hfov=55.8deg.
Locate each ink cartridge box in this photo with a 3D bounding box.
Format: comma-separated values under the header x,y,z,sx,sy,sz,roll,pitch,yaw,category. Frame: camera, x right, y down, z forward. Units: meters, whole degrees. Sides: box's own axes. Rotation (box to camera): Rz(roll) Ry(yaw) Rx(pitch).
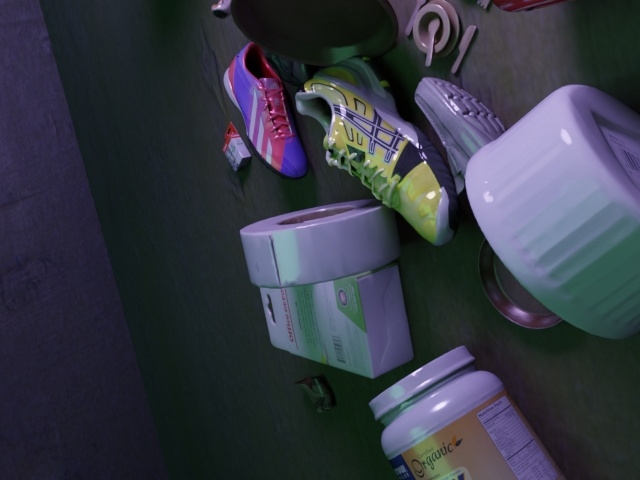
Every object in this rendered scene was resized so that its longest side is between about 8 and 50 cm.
x,y,z,sx,sy,sz,roll,pitch,yaw,category
0.018,0.145,1.278,0.353,0.119,0.207,3,107,52,ink cartridge box
-0.219,-0.234,1.518,0.115,0.029,0.063,59,143,18,ink cartridge box

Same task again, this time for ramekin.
x,y,z,sx,sy,sz,roll,pitch,yaw,category
0.313,-0.043,0.674,0.277,0.277,0.135,59,135,19,ramekin

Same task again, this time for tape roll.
x,y,z,sx,sy,sz,roll,pitch,yaw,category
0.000,0.000,1.098,0.286,0.286,0.100,2,106,53,tape roll

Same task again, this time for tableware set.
x,y,z,sx,sy,sz,roll,pitch,yaw,category
0.187,-0.364,0.902,0.128,0.039,0.194,50,139,29,tableware set

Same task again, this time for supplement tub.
x,y,z,sx,sy,sz,roll,pitch,yaw,category
0.239,0.354,0.972,0.316,0.228,0.228,58,142,19,supplement tub

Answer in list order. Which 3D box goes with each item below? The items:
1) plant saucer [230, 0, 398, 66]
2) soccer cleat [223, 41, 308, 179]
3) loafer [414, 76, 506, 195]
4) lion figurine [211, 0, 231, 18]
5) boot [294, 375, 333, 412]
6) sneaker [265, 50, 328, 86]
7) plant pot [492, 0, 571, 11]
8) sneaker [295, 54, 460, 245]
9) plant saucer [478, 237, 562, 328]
x,y,z,sx,sy,sz,roll,pitch,yaw,category
-0.008,-0.370,0.994,0.278,0.278,0.041,-9,69,55,plant saucer
-0.108,-0.275,1.290,0.116,0.108,0.318,-48,63,47,soccer cleat
0.229,-0.111,0.876,0.111,0.112,0.319,-53,55,36,loafer
-0.070,-0.513,1.048,0.142,0.392,0.240,99,180,-79,lion figurine
-0.015,0.383,1.493,0.118,0.042,0.087,-28,83,55,boot
-0.059,-0.411,1.175,0.130,0.087,0.227,12,119,44,sneaker
0.264,-0.356,0.672,0.191,0.191,0.174,8,113,52,plant pot
0.090,-0.137,1.009,0.385,0.147,0.145,58,163,26,sneaker
0.314,0.049,0.913,0.168,0.029,0.168,26,125,45,plant saucer
